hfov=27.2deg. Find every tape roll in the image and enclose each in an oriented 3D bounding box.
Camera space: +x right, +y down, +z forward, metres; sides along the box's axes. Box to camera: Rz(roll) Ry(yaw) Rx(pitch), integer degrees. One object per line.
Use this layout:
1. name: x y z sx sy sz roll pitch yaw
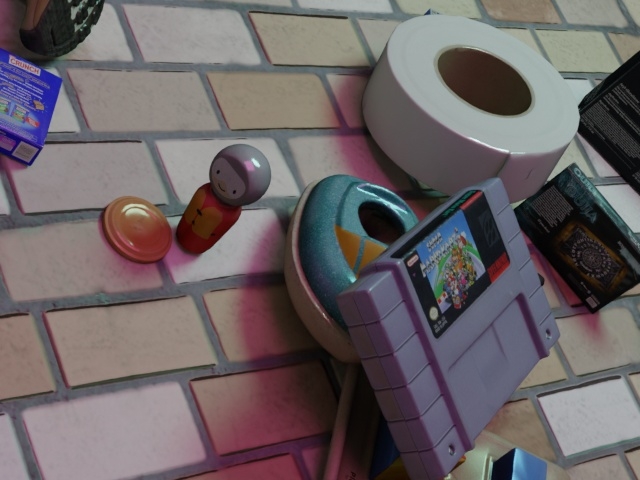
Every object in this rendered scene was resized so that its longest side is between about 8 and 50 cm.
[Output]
1. tape roll: 0.204 -0.180 1.792 0.286 0.100 0.286 15 42 -14

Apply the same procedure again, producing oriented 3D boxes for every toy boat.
1. toy boat: 0.000 0.000 1.496 0.318 0.148 0.267 22 40 -23

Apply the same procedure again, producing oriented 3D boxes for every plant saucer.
1. plant saucer: -0.200 -0.014 1.454 0.083 0.013 0.083 22 48 -27

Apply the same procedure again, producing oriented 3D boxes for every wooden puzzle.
1. wooden puzzle: 0.154 0.319 1.450 0.348 0.080 0.322 31 44 -18

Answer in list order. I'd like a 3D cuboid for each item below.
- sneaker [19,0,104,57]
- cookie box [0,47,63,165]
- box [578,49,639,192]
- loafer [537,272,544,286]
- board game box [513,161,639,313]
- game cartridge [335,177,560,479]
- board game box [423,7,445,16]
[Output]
1. sneaker: -0.342 -0.379 1.554 0.182 0.158 0.410 1 56 -2
2. cookie box: -0.334 -0.147 1.421 0.092 0.040 0.107 26 47 -22
3. box: 0.551 -0.167 2.058 0.261 0.184 0.103 46 43 -4
4. loafer: 0.197 0.067 1.685 0.220 0.080 0.078 -16 61 -50
5. board game box: 0.364 -0.002 1.826 0.186 0.126 0.026 51 42 2
6. game cartridge: 0.157 0.084 1.488 0.355 0.068 0.230 -37 112 -52
7. board game box: 0.197 -0.294 1.982 0.090 0.020 0.090 22 48 -26
